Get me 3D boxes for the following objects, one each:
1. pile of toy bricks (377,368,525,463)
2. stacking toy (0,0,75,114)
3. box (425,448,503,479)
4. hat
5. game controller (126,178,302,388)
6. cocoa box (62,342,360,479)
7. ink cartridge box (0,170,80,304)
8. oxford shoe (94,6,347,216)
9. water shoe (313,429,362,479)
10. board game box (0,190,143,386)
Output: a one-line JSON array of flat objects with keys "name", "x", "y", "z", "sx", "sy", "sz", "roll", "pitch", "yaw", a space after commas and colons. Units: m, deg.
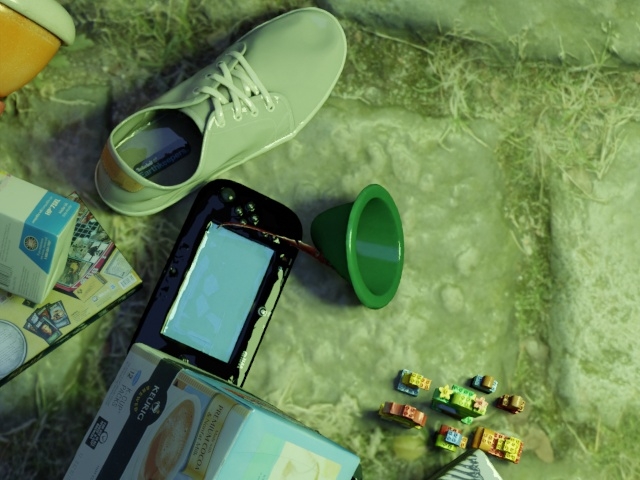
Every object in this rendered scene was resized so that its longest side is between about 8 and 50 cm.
[{"name": "pile of toy bricks", "x": 0.199, "y": 0.233, "z": 1.530, "sx": 0.212, "sy": 0.105, "sz": 0.118, "roll": 20, "pitch": 72, "yaw": -3}, {"name": "stacking toy", "x": -0.570, "y": -0.167, "z": 1.452, "sx": 0.350, "sy": 0.350, "sz": 0.480, "roll": 24, "pitch": 89, "yaw": -2}, {"name": "box", "x": 0.129, "y": 0.399, "z": 1.459, "sx": 0.275, "sy": 0.094, "sz": 0.113, "roll": -36, "pitch": 83, "yaw": -8}, {"name": "hat", "x": 0.000, "y": 0.000, "z": 1.584, "sx": 0.183, "sy": 0.208, "sz": 0.173, "roll": 0, "pitch": 43, "yaw": 29}, {"name": "game controller", "x": -0.144, "y": 0.074, "z": 1.540, "sx": 0.166, "sy": 0.067, "sz": 0.319, "roll": 23, "pitch": 73, "yaw": -2}, {"name": "cocoa box", "x": -0.161, "y": 0.342, "z": 1.305, "sx": 0.228, "sy": 0.231, "sz": 0.347, "roll": 21, "pitch": 81, "yaw": 43}, {"name": "ink cartridge box", "x": -0.445, "y": -0.025, "z": 1.430, "sx": 0.231, "sy": 0.134, "sz": 0.078, "roll": 24, "pitch": 39, "yaw": -2}, {"name": "oxford shoe", "x": -0.132, "y": -0.195, "z": 1.586, "sx": 0.449, "sy": 0.130, "sz": 0.169, "roll": -38, "pitch": 82, "yaw": -18}, {"name": "water shoe", "x": -0.037, "y": 0.292, "z": 1.507, "sx": 0.203, "sy": 0.073, "sz": 0.080, "roll": 36, "pitch": 44, "yaw": 4}, {"name": "board game box", "x": -0.392, "y": 0.066, "z": 1.514, "sx": 0.243, "sy": 0.042, "sz": 0.165, "roll": -35, "pitch": 83, "yaw": -16}]
